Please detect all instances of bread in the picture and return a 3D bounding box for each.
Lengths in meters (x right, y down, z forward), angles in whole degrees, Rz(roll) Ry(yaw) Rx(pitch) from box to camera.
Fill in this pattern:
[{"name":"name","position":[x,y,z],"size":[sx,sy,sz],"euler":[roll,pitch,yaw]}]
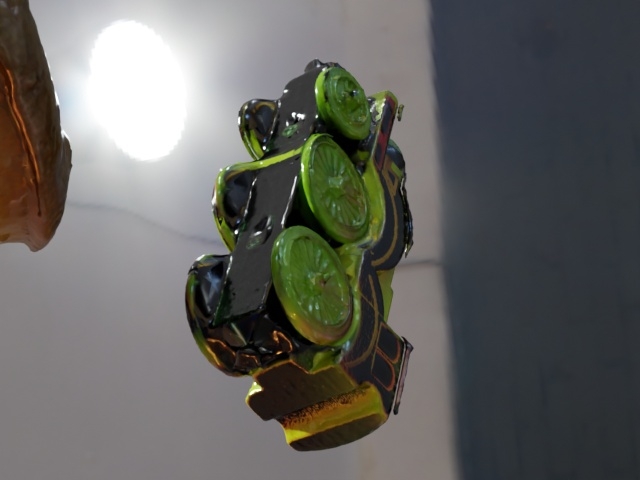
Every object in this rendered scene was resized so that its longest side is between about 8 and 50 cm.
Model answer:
[{"name":"bread","position":[-0.282,-0.125,1.050],"size":[0.194,0.179,0.340],"euler":[-25,-80,-17]}]

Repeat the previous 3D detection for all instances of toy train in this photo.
[{"name":"toy train","position":[0.000,0.000,1.167],"size":[0.160,0.100,0.296],"euler":[47,-142,-30]}]
